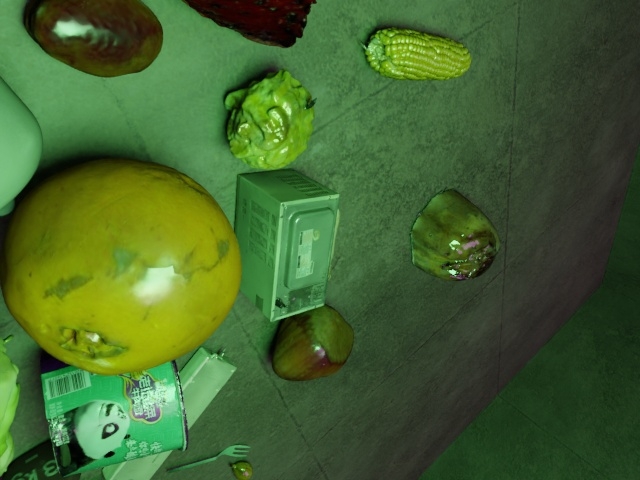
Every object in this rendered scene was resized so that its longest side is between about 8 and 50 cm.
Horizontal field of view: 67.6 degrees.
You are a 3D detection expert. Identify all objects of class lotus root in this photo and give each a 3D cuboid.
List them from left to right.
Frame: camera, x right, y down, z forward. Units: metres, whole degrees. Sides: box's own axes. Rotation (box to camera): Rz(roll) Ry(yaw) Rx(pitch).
[{"bbox_3d":[0.397,0.005,1.380,0.272,0.192,0.272,-24,136,-25],"label":"lotus root"}]

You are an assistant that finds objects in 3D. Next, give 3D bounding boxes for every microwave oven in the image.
[{"bbox_3d":[-0.067,0.005,0.929,0.145,0.193,0.241,-14,122,-39],"label":"microwave oven"}]

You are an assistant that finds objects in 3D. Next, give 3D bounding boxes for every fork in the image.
[{"bbox_3d":[-0.281,0.551,1.212,0.235,0.021,0.039,9,105,-44],"label":"fork"}]

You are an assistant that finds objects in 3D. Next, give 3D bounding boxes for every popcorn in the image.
[{"bbox_3d":[-0.078,-0.205,0.813,0.173,0.142,0.174,-25,136,-27],"label":"popcorn"}]

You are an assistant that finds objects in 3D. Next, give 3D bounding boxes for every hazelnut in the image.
[{"bbox_3d":[-0.026,0.238,1.141,0.210,0.210,0.187,-10,98,-39],"label":"hazelnut"}]

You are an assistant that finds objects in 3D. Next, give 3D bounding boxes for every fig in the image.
[{"bbox_3d":[-0.219,0.619,1.294,0.050,0.050,0.083,-48,128,-8],"label":"fig"}]

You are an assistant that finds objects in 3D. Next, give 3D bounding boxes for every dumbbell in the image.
[{"bbox_3d":[-0.483,0.491,0.900,0.140,0.124,0.226,-25,131,-17],"label":"dumbbell"}]

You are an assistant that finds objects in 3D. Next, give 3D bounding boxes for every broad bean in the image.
[{"bbox_3d":[-0.287,-0.273,0.626,0.165,0.084,0.114,1,132,-50],"label":"broad bean"}]

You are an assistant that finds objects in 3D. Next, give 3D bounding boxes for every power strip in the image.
[{"bbox_3d":[-0.321,0.382,1.046,0.367,0.043,0.106,-51,139,-4],"label":"power strip"}]

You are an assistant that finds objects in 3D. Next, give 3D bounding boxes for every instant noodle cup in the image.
[{"bbox_3d":[-0.352,0.264,0.807,0.190,0.251,0.252,-11,123,-28],"label":"instant noodle cup"}]

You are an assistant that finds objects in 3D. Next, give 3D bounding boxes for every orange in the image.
[{"bbox_3d":[-0.267,0.032,0.677,0.311,0.312,0.313,-23,130,-31],"label":"orange"}]

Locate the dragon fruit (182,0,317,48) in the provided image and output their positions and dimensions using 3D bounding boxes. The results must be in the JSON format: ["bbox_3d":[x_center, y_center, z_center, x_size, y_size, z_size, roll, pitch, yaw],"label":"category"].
[{"bbox_3d":[-0.119,-0.456,0.645,0.227,0.286,0.330,-2,97,-7],"label":"dragon fruit"}]

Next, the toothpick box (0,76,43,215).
[{"bbox_3d":[-0.436,-0.143,0.489,0.229,0.229,0.317,-42,139,-14],"label":"toothpick box"}]

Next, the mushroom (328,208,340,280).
[{"bbox_3d":[0.000,0.000,1.082,0.084,0.071,0.209,7,111,-11],"label":"mushroom"}]

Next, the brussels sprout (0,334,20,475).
[{"bbox_3d":[-0.544,0.280,0.598,0.314,0.275,0.372,9,109,-49],"label":"brussels sprout"}]

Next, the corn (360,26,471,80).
[{"bbox_3d":[0.212,-0.383,1.002,0.310,0.101,0.102,-9,122,-39],"label":"corn"}]
